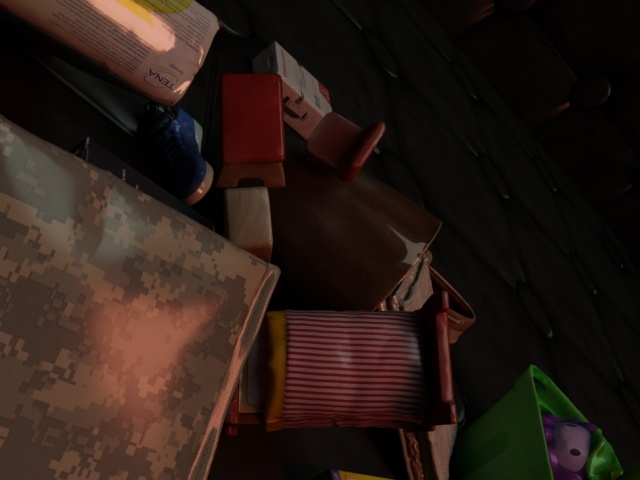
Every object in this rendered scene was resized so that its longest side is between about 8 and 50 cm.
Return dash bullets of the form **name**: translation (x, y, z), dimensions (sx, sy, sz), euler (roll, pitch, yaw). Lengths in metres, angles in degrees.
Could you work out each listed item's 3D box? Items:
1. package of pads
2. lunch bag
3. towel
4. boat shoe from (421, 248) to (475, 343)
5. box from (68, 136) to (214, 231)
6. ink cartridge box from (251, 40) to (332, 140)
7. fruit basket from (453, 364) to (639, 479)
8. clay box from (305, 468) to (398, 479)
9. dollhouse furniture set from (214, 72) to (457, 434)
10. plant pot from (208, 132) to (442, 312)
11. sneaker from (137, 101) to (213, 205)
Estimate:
- **package of pads**: translation (-0.253, -0.233, 0.743), dimensions (0.229, 0.101, 0.296), euler (29, 1, -45)
- **lunch bag**: translation (-0.190, 0.099, 0.511), dimensions (0.235, 0.169, 0.287), euler (31, 70, -37)
- **towel**: translation (0.129, 0.171, 1.050), dimensions (0.187, 0.049, 0.282), euler (-50, 129, -64)
- **boat shoe**: translation (0.106, 0.032, 1.205), dimensions (0.324, 0.116, 0.123), euler (46, 27, -22)
- **box**: translation (-0.178, 0.022, 0.731), dimensions (0.158, 0.093, 0.156), euler (38, 30, -37)
- **ink cartridge box**: translation (-0.045, -0.237, 1.325), dimensions (0.135, 0.056, 0.099), euler (38, 30, -36)
- **fruit basket**: translation (0.378, 0.343, 1.038), dimensions (0.283, 0.392, 0.392), euler (44, 27, -24)
- **clay box**: translation (0.073, 0.321, 0.879), dimensions (0.222, 0.053, 0.127), euler (25, 40, -47)
- **dollhouse furniture set**: translation (0.000, 0.000, 0.801), dimensions (0.152, 0.201, 0.374), euler (110, -22, -70)
- **plant pot**: translation (-0.014, -0.020, 0.986), dimensions (0.230, 0.215, 0.215), euler (42, 26, -1)
- **sneaker**: translation (-0.170, -0.108, 0.940), dimensions (0.084, 0.058, 0.152), euler (43, 23, -39)
